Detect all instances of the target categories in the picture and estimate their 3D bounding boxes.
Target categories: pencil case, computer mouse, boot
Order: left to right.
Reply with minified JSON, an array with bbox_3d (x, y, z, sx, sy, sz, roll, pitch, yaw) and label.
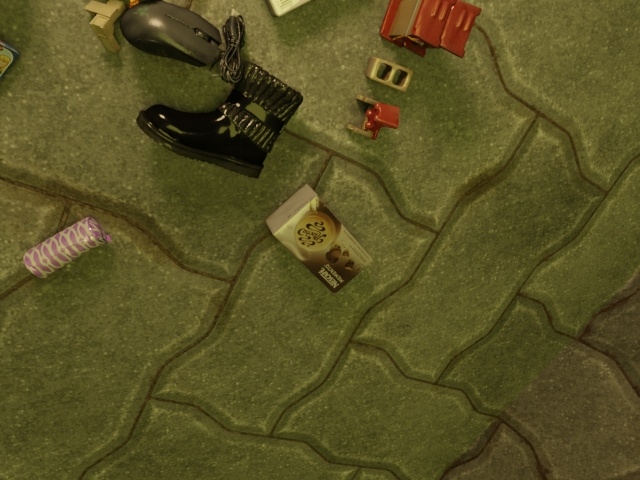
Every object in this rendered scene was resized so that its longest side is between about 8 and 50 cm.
[{"bbox_3d":[-0.656,0.019,1.164,0.206,0.086,0.088,-28,148,-2],"label":"pencil case"},{"bbox_3d":[-0.301,-0.469,0.999,0.273,0.072,0.188,7,72,-17],"label":"computer mouse"},{"bbox_3d":[-0.239,-0.324,1.099,0.348,0.131,0.260,15,117,-35],"label":"boot"}]

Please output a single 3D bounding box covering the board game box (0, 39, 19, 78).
[{"bbox_3d":[-0.736,-0.377,0.893,0.035,0.201,0.136,45,98,15],"label":"board game box"}]

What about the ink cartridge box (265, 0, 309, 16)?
[{"bbox_3d":[-0.054,-0.710,1.013,0.261,0.066,0.296,-29,121,-3],"label":"ink cartridge box"}]

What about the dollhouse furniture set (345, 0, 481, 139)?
[{"bbox_3d":[0.225,-0.430,1.164,0.152,0.201,0.373,12,110,-23],"label":"dollhouse furniture set"}]

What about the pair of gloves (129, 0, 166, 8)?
[{"bbox_3d":[-0.392,-0.520,1.026,0.084,0.010,0.074,-8,117,-16],"label":"pair of gloves"}]

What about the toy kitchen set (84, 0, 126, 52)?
[{"bbox_3d":[-0.478,-0.487,1.007,0.068,0.075,0.083,23,70,11],"label":"toy kitchen set"}]

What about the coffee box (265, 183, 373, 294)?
[{"bbox_3d":[0.000,0.000,1.347,0.168,0.119,0.297,-41,120,3],"label":"coffee box"}]
